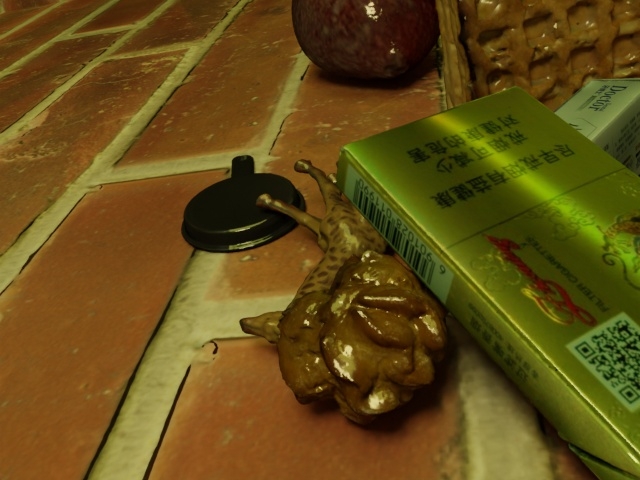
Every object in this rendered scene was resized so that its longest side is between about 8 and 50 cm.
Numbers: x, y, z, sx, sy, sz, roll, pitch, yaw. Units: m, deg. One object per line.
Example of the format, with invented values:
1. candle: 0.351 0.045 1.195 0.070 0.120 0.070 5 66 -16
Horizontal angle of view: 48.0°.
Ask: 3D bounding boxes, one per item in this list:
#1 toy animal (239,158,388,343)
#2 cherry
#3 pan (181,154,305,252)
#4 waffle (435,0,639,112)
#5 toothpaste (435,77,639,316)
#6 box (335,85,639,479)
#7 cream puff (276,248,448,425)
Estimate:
1. toy animal: 0.010 0.000 0.643 0.149 0.054 0.275 -1 36 0
2. cherry: 0.075 -0.345 1.080 0.230 0.203 0.300 -15 43 -7
3. pan: -0.090 -0.058 0.810 0.136 0.028 0.235 -12 29 -1
4. waffle: 0.285 -0.229 0.782 0.308 0.212 0.091 -15 26 -2
5. toothpaste: 0.205 -0.048 0.624 0.071 0.089 0.313 10 37 43
6. box: 0.164 0.018 0.454 0.173 0.043 0.311 -23 53 -25
7. cream puff: 0.025 0.061 0.478 0.122 0.094 0.116 -41 14 49
